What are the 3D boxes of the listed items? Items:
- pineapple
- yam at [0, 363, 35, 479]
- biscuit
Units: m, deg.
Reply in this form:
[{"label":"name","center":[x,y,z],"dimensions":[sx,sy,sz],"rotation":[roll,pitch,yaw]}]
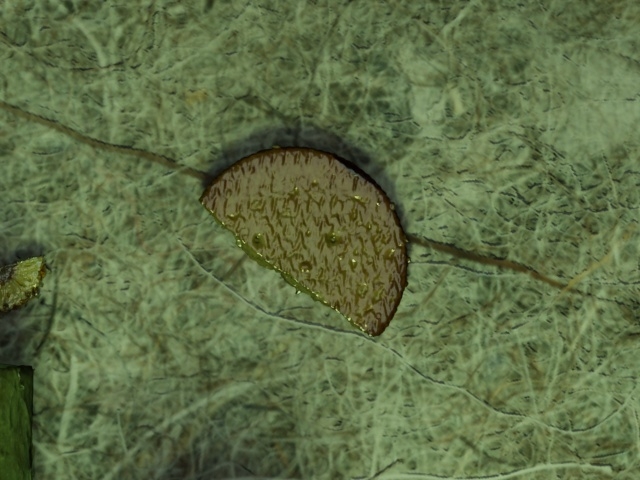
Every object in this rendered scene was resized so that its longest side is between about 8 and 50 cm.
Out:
[{"label":"pineapple","center":[-0.279,0.044,1.416],"dimensions":[0.083,0.019,0.045],"rotation":[-18,82,-4]},{"label":"yam","center":[-0.327,0.252,1.314],"dimensions":[0.195,0.195,0.300],"rotation":[0,86,-4]},{"label":"biscuit","center":[0.001,-0.013,1.434],"dimensions":[0.206,0.025,0.126],"rotation":[38,86,-2]}]
